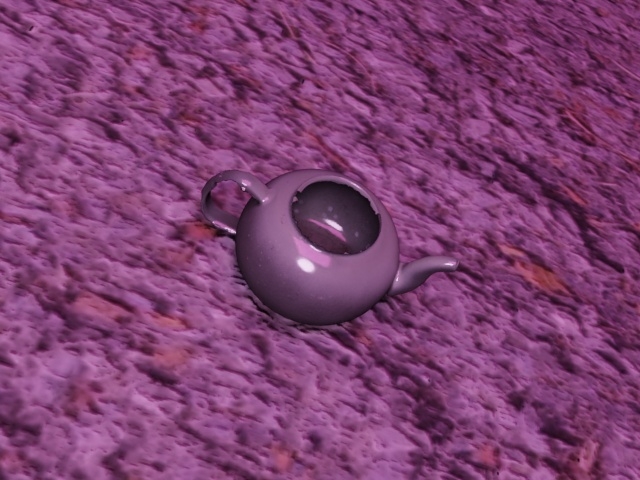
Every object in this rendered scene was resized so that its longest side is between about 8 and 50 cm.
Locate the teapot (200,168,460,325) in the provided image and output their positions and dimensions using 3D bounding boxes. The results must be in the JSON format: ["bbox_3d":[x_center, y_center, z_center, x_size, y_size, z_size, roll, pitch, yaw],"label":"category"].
[{"bbox_3d":[0.000,0.000,0.763,0.294,0.129,0.193,24,53,-6],"label":"teapot"}]
